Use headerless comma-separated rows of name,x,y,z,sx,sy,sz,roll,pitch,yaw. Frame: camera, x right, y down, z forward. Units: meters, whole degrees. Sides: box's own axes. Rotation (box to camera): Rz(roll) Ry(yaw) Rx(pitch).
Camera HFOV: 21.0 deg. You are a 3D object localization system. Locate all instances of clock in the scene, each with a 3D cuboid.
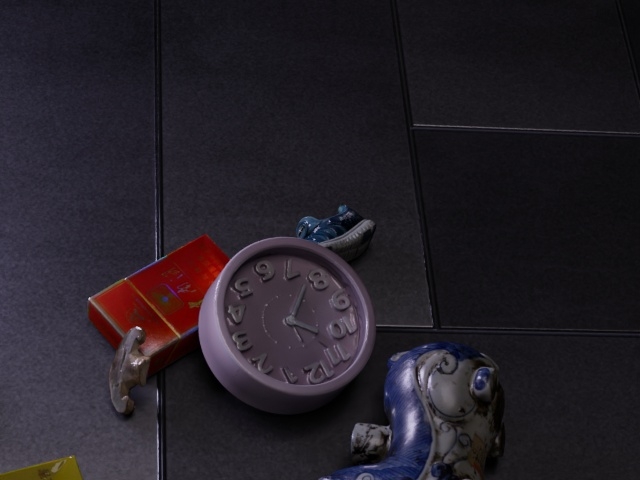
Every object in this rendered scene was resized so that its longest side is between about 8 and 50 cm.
clock,-0.038,0.097,1.992,0.197,0.068,0.197,9,63,-18

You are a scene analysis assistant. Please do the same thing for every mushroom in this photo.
mushroom,-0.216,0.146,1.953,0.049,0.101,0.019,9,0,32

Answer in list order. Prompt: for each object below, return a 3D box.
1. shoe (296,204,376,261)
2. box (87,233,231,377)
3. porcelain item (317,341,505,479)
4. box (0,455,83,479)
shoe,0.000,0.000,2.118,0.143,0.064,0.071,-28,61,-31
box,-0.172,0.075,2.036,0.175,0.048,0.112,-31,62,-29
porcelain item,0.102,0.239,1.908,0.186,0.138,0.288,3,53,16
box,-0.368,0.326,1.804,0.279,0.041,0.153,-13,55,-18
